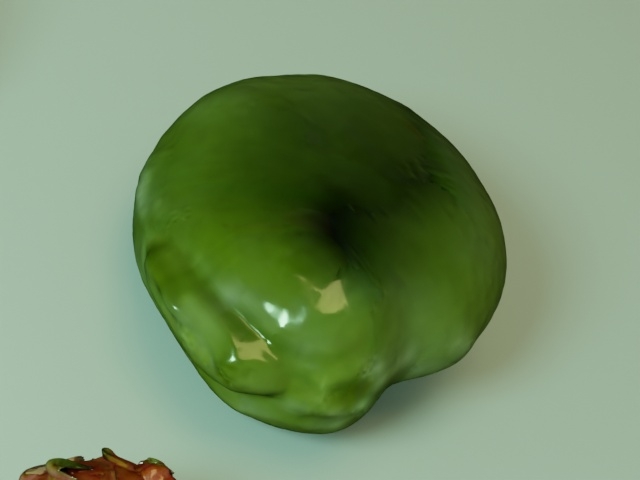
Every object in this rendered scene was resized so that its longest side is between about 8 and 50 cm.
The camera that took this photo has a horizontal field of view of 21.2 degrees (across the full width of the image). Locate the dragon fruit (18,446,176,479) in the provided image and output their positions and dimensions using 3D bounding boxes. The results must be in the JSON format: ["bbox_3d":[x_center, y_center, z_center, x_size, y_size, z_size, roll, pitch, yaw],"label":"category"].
[{"bbox_3d":[-0.127,0.149,0.867,0.116,0.086,0.081,-11,91,-28],"label":"dragon fruit"}]

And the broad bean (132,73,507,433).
[{"bbox_3d":[0.000,0.001,1.064,0.238,0.119,0.291,13,39,-3],"label":"broad bean"}]
